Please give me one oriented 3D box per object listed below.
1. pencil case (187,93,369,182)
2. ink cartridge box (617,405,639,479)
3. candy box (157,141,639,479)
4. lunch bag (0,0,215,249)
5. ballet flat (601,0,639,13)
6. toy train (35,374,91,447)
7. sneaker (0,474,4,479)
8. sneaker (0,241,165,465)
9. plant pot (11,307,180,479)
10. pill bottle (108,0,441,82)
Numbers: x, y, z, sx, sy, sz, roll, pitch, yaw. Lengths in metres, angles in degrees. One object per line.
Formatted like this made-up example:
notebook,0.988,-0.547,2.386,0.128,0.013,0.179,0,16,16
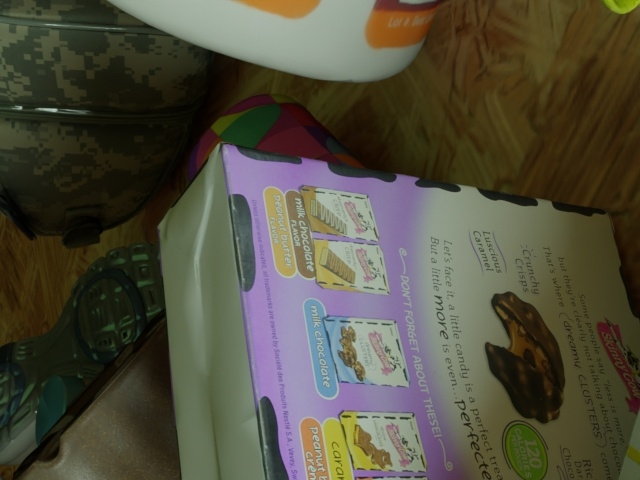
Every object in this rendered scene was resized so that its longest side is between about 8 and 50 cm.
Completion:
pencil case,0.000,0.000,0.658,0.236,0.104,0.104,46,123,55
ink cartridge box,0.175,0.023,0.373,0.109,0.062,0.209,33,111,59
candy box,0.044,0.060,0.461,0.070,0.196,0.164,-45,46,47
lunch bag,-0.213,-0.180,0.987,0.256,0.213,0.305,107,155,-50
ballet flat,0.173,-0.143,0.425,0.231,0.077,0.077,-19,88,61
toy train,-0.100,0.195,0.739,0.105,0.143,0.248,-52,41,43
sneaker,-0.212,0.252,0.723,0.366,0.135,0.150,34,154,58
sneaker,-0.153,0.096,0.902,0.297,0.129,0.111,-31,52,32
plant pot,-0.052,0.127,0.578,0.167,0.165,0.167,-47,6,7
pill bottle,0.018,-0.299,0.570,0.392,0.224,0.224,-67,33,25
